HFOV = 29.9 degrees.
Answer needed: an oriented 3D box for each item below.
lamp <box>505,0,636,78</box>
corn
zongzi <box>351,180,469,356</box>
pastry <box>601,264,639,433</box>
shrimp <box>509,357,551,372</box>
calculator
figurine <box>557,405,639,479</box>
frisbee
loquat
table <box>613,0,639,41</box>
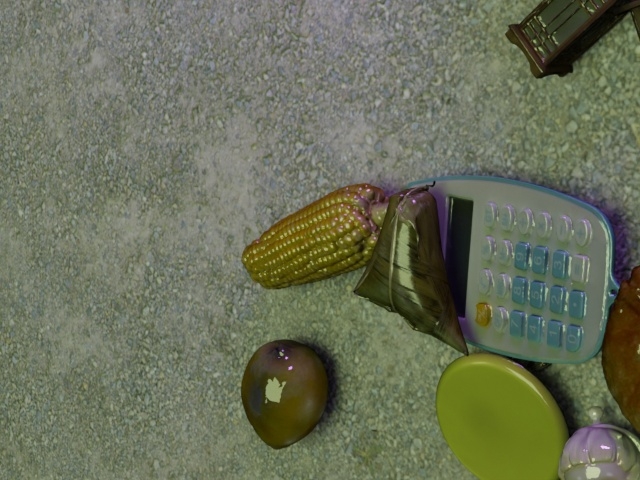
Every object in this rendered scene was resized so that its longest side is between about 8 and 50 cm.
[{"bbox_3d":[0.392,-0.347,1.571,0.325,0.089,0.090,-43,70,37],"label":"lamp"},{"bbox_3d":[0.000,0.000,1.927,0.347,0.130,0.130,-21,83,44],"label":"corn"},{"bbox_3d":[0.165,0.038,1.743,0.204,0.094,0.205,36,120,33],"label":"zongzi"},{"bbox_3d":[0.509,0.142,1.513,0.330,0.136,0.329,5,98,40],"label":"pastry"},{"bbox_3d":[0.300,0.181,1.770,0.092,0.029,0.038,-24,73,34],"label":"shrimp"},{"bbox_3d":[0.272,0.038,1.726,0.386,0.054,0.256,15,106,48],"label":"calculator"},{"bbox_3d":[0.412,0.357,1.641,0.182,0.144,0.256,-15,89,61],"label":"figurine"},{"bbox_3d":[0.266,0.275,1.780,0.236,0.017,0.236,21,125,34],"label":"frisbee"},{"bbox_3d":[-0.062,0.260,2.014,0.152,0.152,0.195,19,116,37],"label":"loquat"},{"bbox_3d":[0.479,-0.208,1.489,0.167,0.167,0.226,-16,95,40],"label":"table"}]
